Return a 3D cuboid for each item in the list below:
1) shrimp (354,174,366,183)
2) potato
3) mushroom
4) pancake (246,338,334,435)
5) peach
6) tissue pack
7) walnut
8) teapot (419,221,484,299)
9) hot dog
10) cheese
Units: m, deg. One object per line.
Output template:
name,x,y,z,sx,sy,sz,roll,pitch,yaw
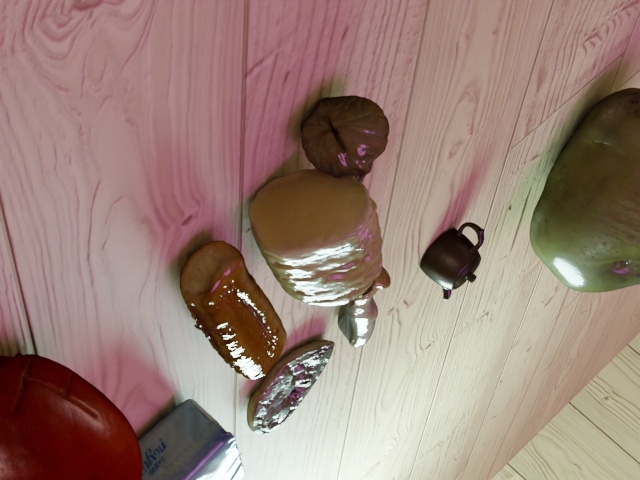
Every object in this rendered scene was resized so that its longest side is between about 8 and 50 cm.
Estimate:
shrimp,0.019,-0.053,1.552,0.059,0.023,0.108,-8,137,-49
potato,0.448,-0.066,2.138,0.243,0.221,0.326,19,119,-22
mushroom,0.048,0.077,1.802,0.054,0.059,0.202,-25,154,-15
pancake,-0.039,0.183,1.873,0.158,0.028,0.158,-44,159,-22
peach,-0.266,0.184,1.231,0.190,0.226,0.196,-22,-131,54
tissue pack,-0.208,0.308,1.656,0.263,0.089,0.177,-46,162,-16
walnut,0.023,-0.098,1.385,0.092,0.092,0.092,-42,160,-19
teapot,0.187,0.027,1.995,0.076,0.068,0.121,-19,146,-55
hot dog,-0.087,0.071,1.496,0.088,0.061,0.286,-47,160,-15
cheese,0.000,0.000,1.471,0.123,0.094,0.167,-5,159,6
